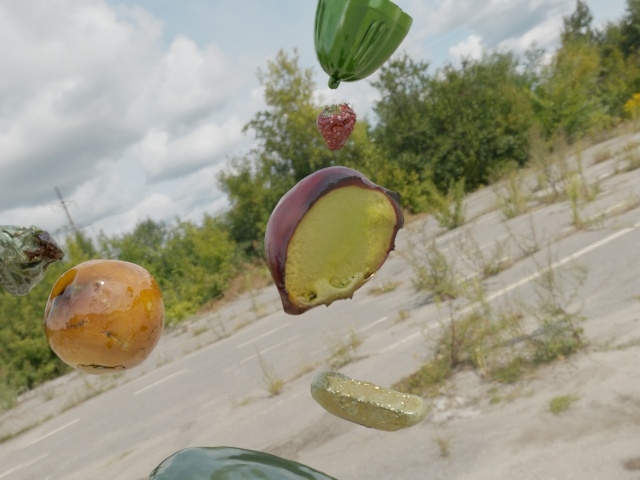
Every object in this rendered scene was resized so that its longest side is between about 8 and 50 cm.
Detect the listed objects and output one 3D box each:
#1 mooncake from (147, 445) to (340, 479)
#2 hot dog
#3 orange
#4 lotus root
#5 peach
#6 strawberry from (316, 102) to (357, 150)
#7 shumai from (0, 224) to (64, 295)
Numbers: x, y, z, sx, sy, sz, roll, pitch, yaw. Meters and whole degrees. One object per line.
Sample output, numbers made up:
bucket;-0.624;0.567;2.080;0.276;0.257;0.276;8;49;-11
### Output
mooncake;-0.044;0.212;0.383;0.175;0.104;0.168;16;-2;34
hot dog;0.095;0.336;1.210;0.242;0.073;0.084;12;23;17
orange;-0.449;0.160;1.233;0.246;0.246;0.246;-23;2;1
lotus root;0.054;-0.352;1.066;0.186;0.186;0.186;-23;2;1
peach;0.000;0.000;1.323;0.362;0.257;0.201;-56;29;-11
strawberry;0.030;-0.196;1.026;0.073;0.083;0.073;-9;37;7
shumai;-0.641;0.009;1.258;0.142;0.184;0.184;-38;10;-36
